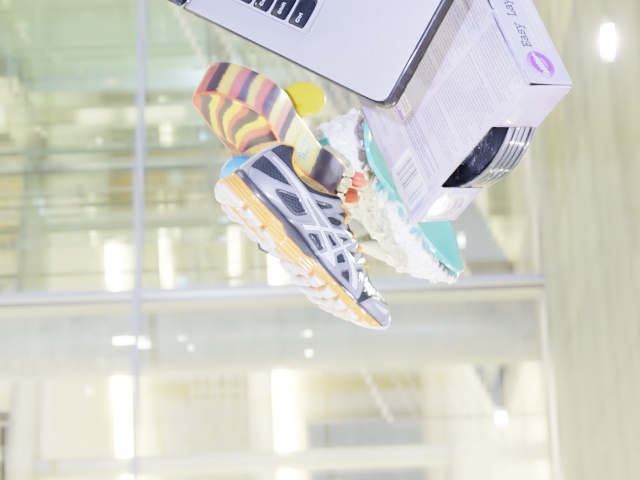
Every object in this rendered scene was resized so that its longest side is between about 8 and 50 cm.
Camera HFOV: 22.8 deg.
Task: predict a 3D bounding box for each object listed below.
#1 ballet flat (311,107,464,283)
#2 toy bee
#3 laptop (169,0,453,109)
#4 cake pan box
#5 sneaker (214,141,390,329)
[{"bbox_3d":[0.077,-0.053,2.268,0.409,0.147,0.147,49,-147,-51],"label":"ballet flat"},{"bbox_3d":[-0.029,-0.101,1.911,0.298,0.162,0.195,37,-119,-61],"label":"toy bee"},{"bbox_3d":[-0.052,-0.369,1.215,0.236,0.408,0.382,25,-85,-49],"label":"laptop"},{"bbox_3d":[0.133,-0.184,1.672,0.246,0.070,0.267,-55,48,46],"label":"cake pan box"},{"bbox_3d":[0.000,0.000,1.474,0.215,0.083,0.084,48,163,-21],"label":"sneaker"}]
